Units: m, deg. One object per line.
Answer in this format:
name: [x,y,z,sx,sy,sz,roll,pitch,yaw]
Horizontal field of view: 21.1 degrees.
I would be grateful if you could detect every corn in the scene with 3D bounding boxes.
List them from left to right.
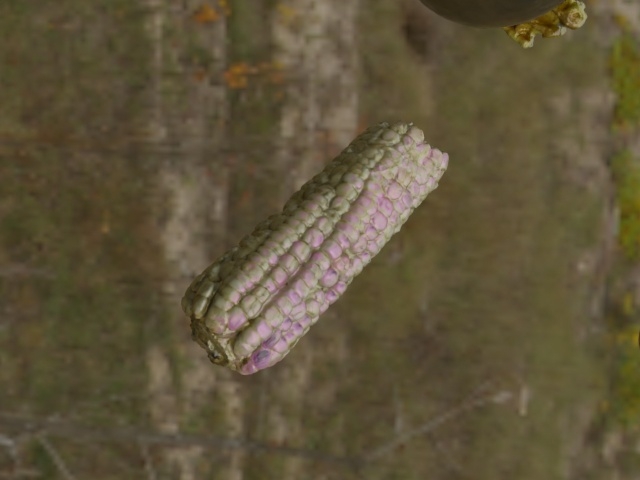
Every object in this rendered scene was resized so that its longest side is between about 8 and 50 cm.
corn: [0.001,0.002,1.776,0.335,0.126,0.127,-43,140,-16]

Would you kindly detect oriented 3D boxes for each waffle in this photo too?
waffle: [0.262,-0.348,2.190,0.055,0.211,0.160,-31,161,-47]

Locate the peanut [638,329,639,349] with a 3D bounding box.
peanut: [0.473,0.056,1.942,0.130,0.290,0.130,33,29,-21]

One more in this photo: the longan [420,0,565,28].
longan: [0.210,-0.414,1.955,0.288,0.288,0.350,34,71,-64]
